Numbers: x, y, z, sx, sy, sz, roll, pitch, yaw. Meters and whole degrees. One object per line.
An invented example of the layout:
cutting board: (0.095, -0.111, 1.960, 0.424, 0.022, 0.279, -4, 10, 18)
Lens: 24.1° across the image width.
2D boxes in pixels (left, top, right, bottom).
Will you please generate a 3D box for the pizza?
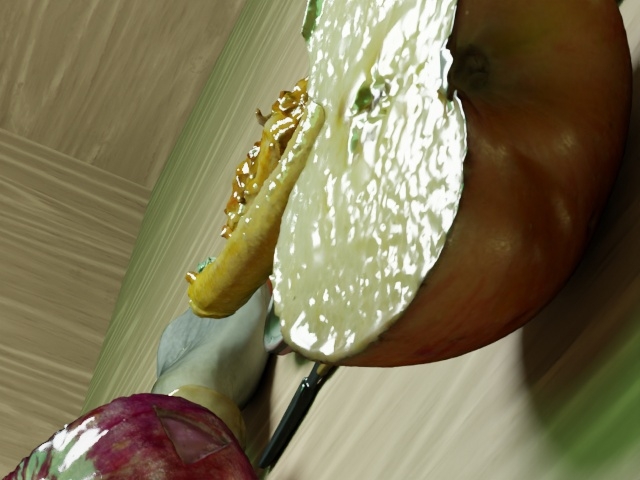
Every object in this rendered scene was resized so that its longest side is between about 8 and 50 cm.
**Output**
pizza: (-0.043, -0.058, 1.459, 0.365, 0.073, 0.182, -54, 26, 42)

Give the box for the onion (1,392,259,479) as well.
onion: (-0.157, 0.284, 1.291, 0.256, 0.272, 0.230, 115, 145, -41)

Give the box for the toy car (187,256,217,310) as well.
toy car: (-0.150, 0.101, 1.994, 0.186, 0.058, 0.093, 107, 176, -46)

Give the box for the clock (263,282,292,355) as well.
clock: (-0.001, -0.001, 1.490, 0.244, 0.056, 0.244, -158, 90, -79)

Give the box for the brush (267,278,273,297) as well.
brush: (-0.112, 0.103, 1.781, 0.051, 0.070, 0.323, -107, 40, -79)

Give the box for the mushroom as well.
mushroom: (-0.120, 0.141, 1.577, 0.329, 0.122, 0.159, -84, 10, -73)

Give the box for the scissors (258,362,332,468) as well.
scissors: (-0.011, 0.134, 1.374, 0.088, 0.017, 0.220, -85, 20, -55)

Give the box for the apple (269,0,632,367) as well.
apple: (0.093, -0.061, 0.881, 0.251, 0.163, 0.293, -14, 67, 64)
